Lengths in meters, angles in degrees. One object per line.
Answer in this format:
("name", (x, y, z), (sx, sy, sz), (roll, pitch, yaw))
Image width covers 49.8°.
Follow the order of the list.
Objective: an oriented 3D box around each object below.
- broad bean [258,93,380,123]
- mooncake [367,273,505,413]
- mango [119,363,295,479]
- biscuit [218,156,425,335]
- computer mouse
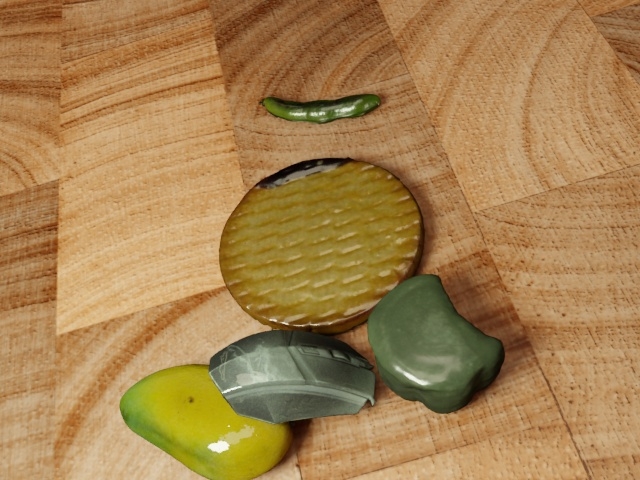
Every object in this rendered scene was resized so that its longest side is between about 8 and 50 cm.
("broad bean", (-0.008, -0.235, 1.210), (0.227, 0.039, 0.069), (7, 52, 18))
("mooncake", (0.147, 0.130, 0.883), (0.169, 0.104, 0.175), (-7, 53, 13))
("mango", (-0.147, 0.225, 0.897), (0.238, 0.091, 0.137), (23, 58, 25))
("biscuit", (0.000, 0.000, 1.046), (0.318, 0.040, 0.317), (-7, 54, 10))
("computer mouse", (-0.027, 0.160, 0.871), (0.231, 0.071, 0.126), (3, 32, -22))
